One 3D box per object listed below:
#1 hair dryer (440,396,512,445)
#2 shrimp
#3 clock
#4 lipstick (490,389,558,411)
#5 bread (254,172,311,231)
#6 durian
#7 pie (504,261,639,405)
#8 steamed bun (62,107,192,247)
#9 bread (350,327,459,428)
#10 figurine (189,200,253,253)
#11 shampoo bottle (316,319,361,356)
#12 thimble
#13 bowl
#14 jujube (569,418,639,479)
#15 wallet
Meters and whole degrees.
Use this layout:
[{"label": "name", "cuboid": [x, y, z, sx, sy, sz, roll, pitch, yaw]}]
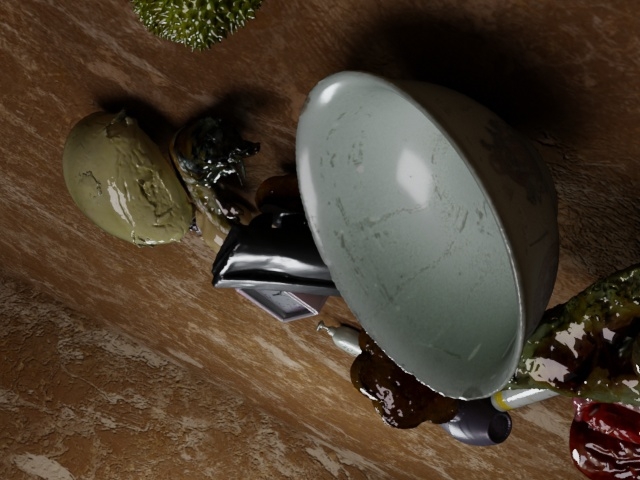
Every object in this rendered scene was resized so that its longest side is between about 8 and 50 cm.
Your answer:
[{"label": "hair dryer", "cuboid": [0.211, 0.330, 2.029, 0.361, 0.121, 0.301, 29, 171, -31]}, {"label": "shrimp", "cuboid": [-0.153, -0.085, 1.547, 0.272, 0.085, 0.445, 56, 162, -3]}, {"label": "clock", "cuboid": [-0.084, 0.109, 2.035, 0.150, 0.063, 0.197, 37, 156, -17]}, {"label": "lipstick", "cuboid": [0.416, 0.294, 1.848, 0.059, 0.059, 0.264, 30, 158, -3]}, {"label": "bread", "cuboid": [0.001, -0.063, 1.542, 0.268, 0.095, 0.139, -10, 132, 43]}, {"label": "durian", "cuboid": [-0.160, -0.308, 1.124, 0.159, 0.146, 0.198, 42, 152, -26]}, {"label": "pie", "cuboid": [0.427, 0.122, 1.221, 0.395, 0.181, 0.418, -1, 171, -25]}, {"label": "steamed bun", "cuboid": [-0.362, -0.102, 1.699, 0.232, 0.166, 0.273, 33, 155, 52]}, {"label": "bread", "cuboid": [0.172, 0.255, 1.846, 0.246, 0.232, 0.135, 28, 169, -18]}, {"label": "figurine", "cuboid": [-0.214, -0.033, 1.843, 0.196, 0.108, 0.114, 15, 132, 45]}, {"label": "shampoo bottle", "cuboid": [0.062, 0.225, 2.135, 0.151, 0.045, 0.077, 31, 158, -4]}, {"label": "thimble", "cuboid": [0.517, 0.252, 1.549, 0.163, 0.125, 0.189, 29, 157, 1]}, {"label": "bowl", "cuboid": [0.168, -0.035, 1.177, 0.435, 0.196, 0.435, 43, 147, 37]}, {"label": "jujube", "cuboid": [0.574, 0.374, 1.722, 0.230, 0.155, 0.155, -10, 136, 48]}, {"label": "wallet", "cuboid": [0.032, 0.050, 1.563, 0.405, 0.062, 0.228, 7, 158, -14]}]
